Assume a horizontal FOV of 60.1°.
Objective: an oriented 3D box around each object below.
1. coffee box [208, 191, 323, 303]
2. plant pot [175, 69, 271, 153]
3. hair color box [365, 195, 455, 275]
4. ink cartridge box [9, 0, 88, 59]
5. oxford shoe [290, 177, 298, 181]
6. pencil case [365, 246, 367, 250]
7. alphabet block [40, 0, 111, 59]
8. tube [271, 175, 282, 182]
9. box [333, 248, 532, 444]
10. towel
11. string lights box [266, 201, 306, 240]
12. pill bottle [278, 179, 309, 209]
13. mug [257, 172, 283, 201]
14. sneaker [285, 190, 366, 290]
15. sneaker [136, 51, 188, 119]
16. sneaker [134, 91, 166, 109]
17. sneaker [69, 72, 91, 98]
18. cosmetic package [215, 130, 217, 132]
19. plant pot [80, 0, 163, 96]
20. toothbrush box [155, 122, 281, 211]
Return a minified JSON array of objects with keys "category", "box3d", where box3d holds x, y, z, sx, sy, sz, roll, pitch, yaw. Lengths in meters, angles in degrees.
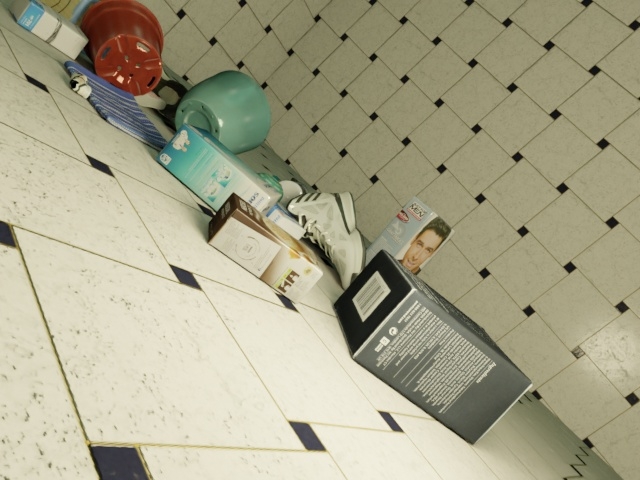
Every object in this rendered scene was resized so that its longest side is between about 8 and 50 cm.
[{"category":"coffee box","box3d":[-0.125,0.016,1.248,0.246,0.098,0.141,37,9,-22]},{"category":"plant pot","box3d":[-0.355,-0.415,1.899,0.293,0.293,0.235,41,36,4]},{"category":"hair color box","box3d":[0.279,0.047,1.941,0.185,0.374,0.113,31,12,-47]},{"category":"ink cartridge box","box3d":[-0.833,-0.663,1.700,0.190,0.082,0.140,33,12,-50]},{"category":"oxford shoe","box3d":[-0.104,-0.168,2.420,0.082,0.096,0.227,30,-19,42]},{"category":"pencil case","box3d":[0.037,-0.017,2.073,0.306,0.119,0.133,43,-20,20]},{"category":"alphabet block","box3d":[-0.842,-0.788,1.957,0.197,0.192,0.193,43,7,25]},{"category":"tube","box3d":[-0.190,-0.240,2.435,0.052,0.080,0.207,5,16,-16]},{"category":"box","box3d":[0.260,0.250,1.366,0.395,0.212,0.293,37,8,-16]},{"category":"towel","box3d":[-0.564,-0.377,1.561,0.336,0.040,0.243,46,11,33]},{"category":"string lights box","box3d":[-0.171,-0.098,1.720,0.260,0.077,0.133,46,9,34]},{"category":"pill bottle","box3d":[-0.114,-0.173,2.195,0.130,0.130,0.245,41,8,1]},{"category":"mug","box3d":[-0.186,-0.171,1.967,0.157,0.097,0.129,43,8,20]},{"category":"sneaker","box3d":[0.000,0.000,1.871,0.257,0.169,0.448,1,43,-10]},{"category":"sneaker","box3d":[-0.600,-0.557,2.114,0.410,0.158,0.182,49,-4,27]},{"category":"sneaker","box3d":[-0.610,-0.496,1.922,0.070,0.051,0.134,39,17,36]},{"category":"sneaker","box3d":[-0.629,-0.410,1.435,0.043,0.040,0.109,27,15,-50]},{"category":"cosmetic package","box3d":[-0.357,-0.474,2.150,0.160,0.113,0.309,42,-32,9]},{"category":"plant pot","box3d":[-0.634,-0.614,1.805,0.272,0.272,0.265,34,18,-40]},{"category":"toothbrush box","box3d":[-0.265,-0.169,1.505,0.295,0.126,0.216,40,7,-2]}]
